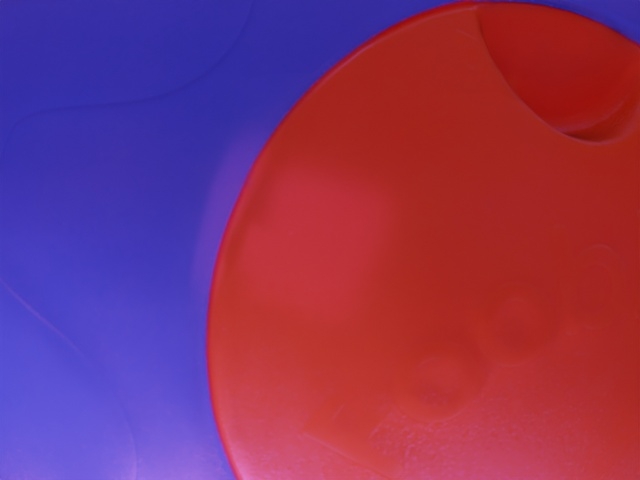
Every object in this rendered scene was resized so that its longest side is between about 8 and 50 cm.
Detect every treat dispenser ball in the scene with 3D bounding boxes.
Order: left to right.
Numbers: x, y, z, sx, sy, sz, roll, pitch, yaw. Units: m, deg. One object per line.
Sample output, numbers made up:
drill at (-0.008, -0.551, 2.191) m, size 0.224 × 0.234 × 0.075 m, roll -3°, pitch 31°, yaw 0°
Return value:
treat dispenser ball at (0.000, 0.000, 0.676) m, size 0.288 × 0.288 × 0.288 m, roll 0°, pitch 88°, yaw 5°
